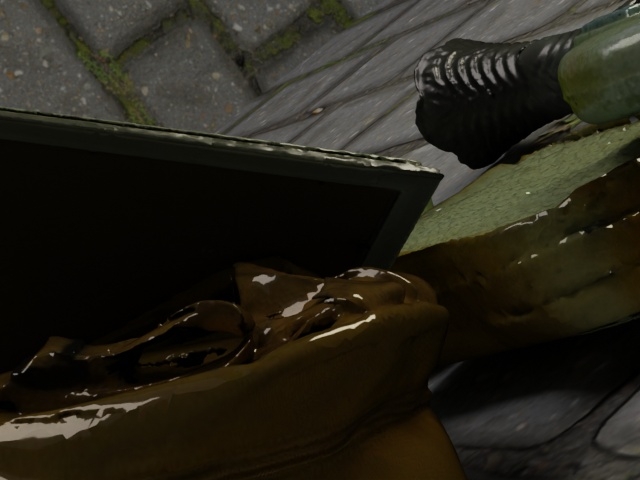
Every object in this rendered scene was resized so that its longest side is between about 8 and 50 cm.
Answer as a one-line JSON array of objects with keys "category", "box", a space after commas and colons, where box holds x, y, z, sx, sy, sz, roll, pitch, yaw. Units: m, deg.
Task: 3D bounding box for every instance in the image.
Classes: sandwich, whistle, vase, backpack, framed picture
[{"category": "sandwich", "box": [0.138, -0.004, 1.016, 0.226, 0.087, 0.251, -28, 4, -33]}, {"category": "whistle", "box": [0.202, -0.111, 0.940, 0.104, 0.057, 0.198, -28, 4, -36]}, {"category": "vase", "box": [0.182, -0.129, 1.430, 0.115, 0.115, 0.237, -41, 15, -29]}, {"category": "backpack", "box": [-0.106, 0.139, 0.829, 0.378, 0.201, 0.353, -22, 0, 26]}, {"category": "framed picture", "box": [-0.091, 0.027, 0.932, 0.293, 0.231, 0.018, 118, 156, -54]}]

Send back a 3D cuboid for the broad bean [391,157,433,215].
[{"category": "broad bean", "box": [0.000, 0.000, 1.451, 0.228, 0.100, 0.169, -20, 25, 52]}]
